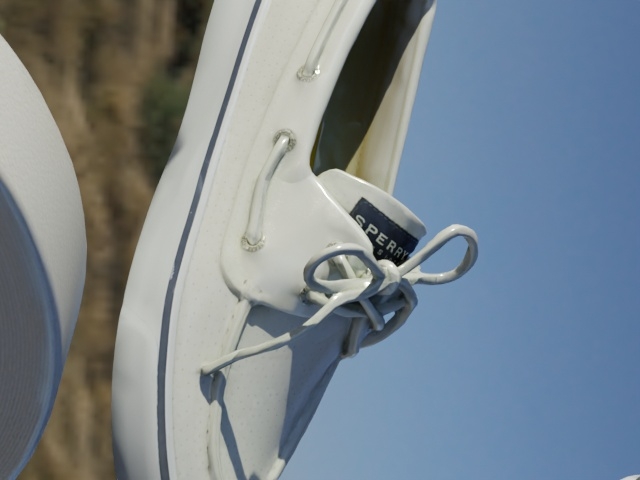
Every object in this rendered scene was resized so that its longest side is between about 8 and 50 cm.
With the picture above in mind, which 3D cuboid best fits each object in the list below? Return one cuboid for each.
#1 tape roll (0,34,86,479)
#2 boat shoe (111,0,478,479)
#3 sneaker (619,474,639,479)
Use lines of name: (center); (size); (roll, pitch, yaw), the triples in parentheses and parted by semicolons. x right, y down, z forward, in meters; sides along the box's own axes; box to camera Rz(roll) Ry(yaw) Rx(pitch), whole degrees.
tape roll: (-0.300, 0.004, 0.798); (0.072, 0.392, 0.392); (-84, -179, -50)
boat shoe: (0.004, 0.002, 0.975); (0.136, 0.156, 0.367); (41, 57, -54)
sneaker: (0.090, 0.327, 1.113); (0.169, 0.257, 0.448); (0, 106, -50)
